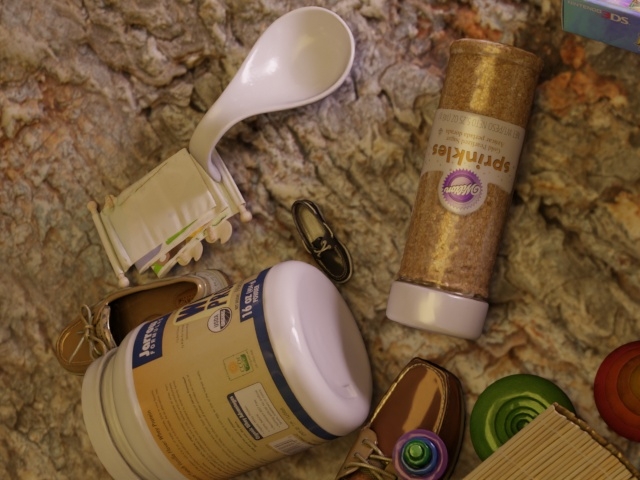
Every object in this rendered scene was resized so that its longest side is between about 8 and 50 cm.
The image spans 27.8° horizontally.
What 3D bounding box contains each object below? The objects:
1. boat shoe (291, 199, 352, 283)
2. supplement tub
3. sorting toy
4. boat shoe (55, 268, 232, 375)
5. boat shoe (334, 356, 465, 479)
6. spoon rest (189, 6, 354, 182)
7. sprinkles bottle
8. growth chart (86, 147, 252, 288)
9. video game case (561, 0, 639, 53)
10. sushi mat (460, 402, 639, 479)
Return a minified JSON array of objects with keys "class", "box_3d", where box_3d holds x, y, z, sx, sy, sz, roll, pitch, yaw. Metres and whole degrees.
[{"class":"boat shoe","box_3d":[0.000,0.000,1.701,0.046,0.038,0.125,-31,73,18]},{"class":"supplement tub","box_3d":[-0.118,0.180,1.629,0.316,0.228,0.228,-24,75,20]},{"class":"sorting toy","box_3d":[0.255,0.200,1.469,0.365,0.126,0.127,-17,74,4]},{"class":"boat shoe","box_3d":[-0.258,0.107,1.776,0.285,0.089,0.105,-26,74,19]},{"class":"boat shoe","box_3d":[0.077,0.302,1.588,0.122,0.120,0.324,24,94,24]},{"class":"spoon rest","box_3d":[-0.070,-0.196,1.718,0.276,0.084,0.137,-45,67,7]},{"class":"sprinkles bottle","box_3d":[0.177,-0.062,1.584,0.121,0.121,0.355,13,89,25]},{"class":"growth chart","box_3d":[-0.213,-0.034,1.798,0.237,0.021,0.172,-29,66,18]},{"class":"video game case","box_3d":[0.446,-0.291,1.454,0.269,0.061,0.244,23,57,25]},{"class":"sushi mat","box_3d":[0.218,0.319,1.477,0.151,0.019,0.316,40,121,-5]}]
